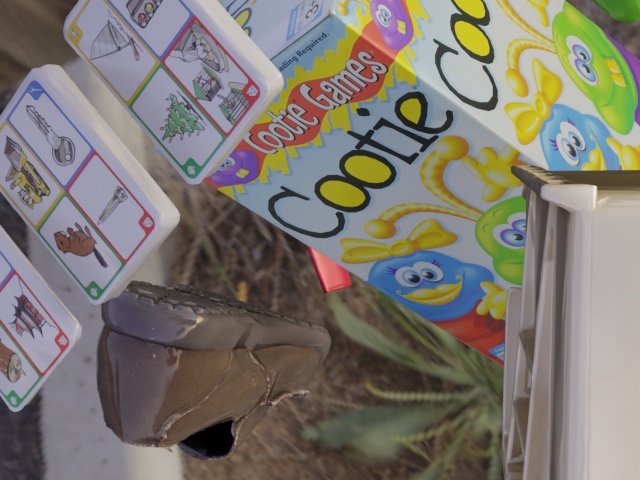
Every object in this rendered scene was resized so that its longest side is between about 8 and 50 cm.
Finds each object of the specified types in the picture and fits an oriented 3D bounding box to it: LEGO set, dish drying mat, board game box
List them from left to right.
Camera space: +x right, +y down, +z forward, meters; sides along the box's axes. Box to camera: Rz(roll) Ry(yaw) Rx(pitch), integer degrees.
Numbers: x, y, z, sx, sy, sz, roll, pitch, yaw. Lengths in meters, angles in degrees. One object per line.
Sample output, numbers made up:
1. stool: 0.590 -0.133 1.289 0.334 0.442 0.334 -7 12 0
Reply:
1. LEGO set: -0.133 -0.084 0.594 0.244 0.060 0.182 48 122 13
2. dish drying mat: 0.000 0.000 1.245 0.008 0.032 0.083 -27 80 49
3. board game box: 0.068 -0.065 0.868 0.142 0.275 0.144 -32 38 39

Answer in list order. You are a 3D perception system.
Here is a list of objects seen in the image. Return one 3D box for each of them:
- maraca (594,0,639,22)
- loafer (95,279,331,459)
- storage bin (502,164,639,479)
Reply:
1. maraca: 0.037 -0.133 0.372 0.099 0.185 0.127 -35 36 -11
2. loafer: -0.099 0.109 1.287 0.134 0.366 0.130 16 89 20
3. storage bin: 0.193 0.038 0.517 0.262 0.260 0.123 0 94 5
